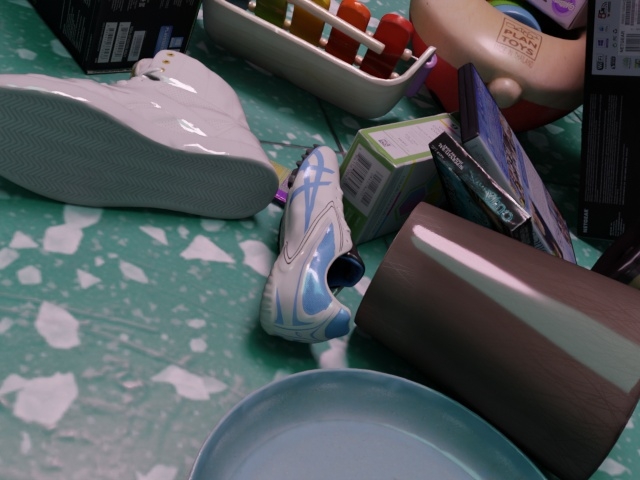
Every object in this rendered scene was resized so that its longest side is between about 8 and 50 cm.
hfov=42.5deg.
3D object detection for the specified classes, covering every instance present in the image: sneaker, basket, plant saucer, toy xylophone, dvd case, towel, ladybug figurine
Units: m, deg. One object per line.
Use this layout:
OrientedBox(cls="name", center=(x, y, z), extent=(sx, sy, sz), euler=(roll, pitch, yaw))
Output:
OrientedBox(cls="sneaker", center=(0.000, 0.000, 0.763), extent=(0.086, 0.085, 0.237), euler=(10, 44, -2))
OrientedBox(cls="sneaker", center=(-0.192, -0.118, 0.785), extent=(0.292, 0.108, 0.169), euler=(14, 36, -33))
OrientedBox(cls="basket", center=(0.158, 0.073, 0.728), extent=(0.227, 0.154, 0.204), euler=(30, 47, 10))
OrientedBox(cls="plant saucer", center=(0.053, 0.226, 0.565), extent=(0.317, 0.044, 0.318), euler=(16, 38, -13))
OrientedBox(cls="toy xylophone", center=(-0.012, -0.254, 0.980), extent=(0.322, 0.236, 0.081), euler=(29, 77, -9))
OrientedBox(cls="dvd case", center=(0.221, -0.059, 0.909), extent=(0.253, 0.022, 0.180), euler=(52, 26, -25))
OrientedBox(cls="towel", center=(-0.039, -0.058, 0.875), extent=(0.083, 0.009, 0.060), euler=(28, 36, 0))
OrientedBox(cls="ladybug figurine", center=(0.258, -0.287, 1.203), extent=(0.305, 0.162, 0.449), euler=(27, 36, -1))

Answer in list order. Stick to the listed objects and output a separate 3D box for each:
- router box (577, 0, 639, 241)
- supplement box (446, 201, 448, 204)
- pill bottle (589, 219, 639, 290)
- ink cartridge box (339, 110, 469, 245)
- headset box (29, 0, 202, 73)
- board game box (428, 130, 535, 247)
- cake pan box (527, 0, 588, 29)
OrientedBox(cls="router box", center=(0.398, -0.186, 1.052), extent=(0.081, 0.309, 0.243), euler=(8, 28, 27))
OrientedBox(cls="supplement box", center=(0.196, -0.055, 0.992), extent=(0.098, 0.036, 0.062), euler=(26, 37, -2))
OrientedBox(cls="pill bottle", center=(0.398, 0.083, 0.868), extent=(0.219, 0.123, 0.123), euler=(43, 38, 2))
OrientedBox(cls="ink cartridge box", center=(0.105, -0.075, 0.900), extent=(0.209, 0.109, 0.062), euler=(-18, 56, -44))
OrientedBox(cls="headset box", center=(-0.251, -0.372, 0.926), extent=(0.131, 0.246, 0.283), euler=(-16, 53, -42))
OrientedBox(cls="board game box", center=(0.172, -0.022, 0.848), extent=(0.126, 0.026, 0.186), euler=(51, -1, 29))
OrientedBox(cls="cake pan box", center=(0.334, -0.409, 1.206), extent=(0.245, 0.070, 0.267), euler=(-23, 60, -44))
